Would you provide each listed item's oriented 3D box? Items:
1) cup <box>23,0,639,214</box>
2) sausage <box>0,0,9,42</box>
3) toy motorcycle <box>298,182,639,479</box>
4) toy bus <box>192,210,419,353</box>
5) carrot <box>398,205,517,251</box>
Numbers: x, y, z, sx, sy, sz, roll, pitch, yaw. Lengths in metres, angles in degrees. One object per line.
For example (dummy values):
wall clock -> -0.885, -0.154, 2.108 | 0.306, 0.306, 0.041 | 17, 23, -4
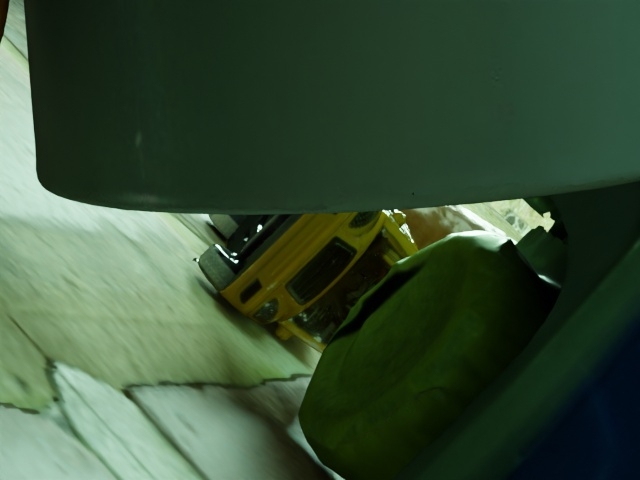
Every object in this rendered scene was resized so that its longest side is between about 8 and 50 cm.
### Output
cup -> 0.009, -0.171, 0.483 | 0.205, 0.205, 0.312 | -87, 173, -80
sausage -> -0.115, -0.128, 0.431 | 0.071, 0.071, 0.234 | -49, 137, -83
toy motorcycle -> 0.138, 0.086, 0.499 | 0.191, 0.200, 0.326 | 42, 6, -19
toy bus -> 0.000, 0.000, 0.715 | 0.074, 0.069, 0.162 | 45, 6, -9
carrot -> 0.024, -0.018, 1.009 | 0.205, 0.072, 0.072 | 33, 11, -20
